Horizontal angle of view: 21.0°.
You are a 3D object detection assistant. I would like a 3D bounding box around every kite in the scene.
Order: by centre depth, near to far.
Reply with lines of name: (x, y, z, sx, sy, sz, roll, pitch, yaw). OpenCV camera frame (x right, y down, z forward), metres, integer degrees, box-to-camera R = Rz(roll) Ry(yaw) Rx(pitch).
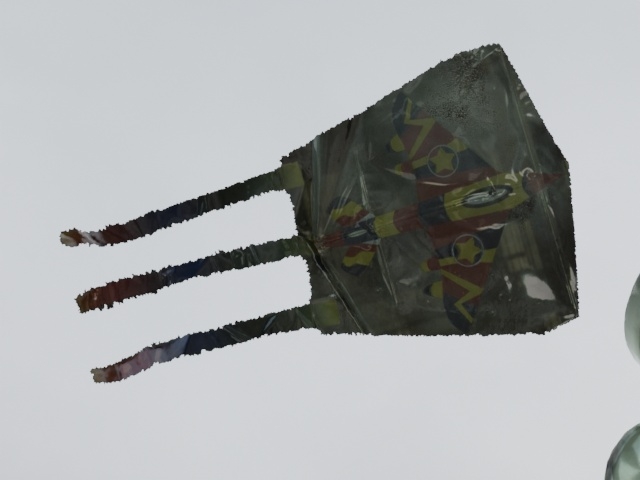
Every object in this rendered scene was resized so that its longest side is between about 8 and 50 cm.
kite: (0.000, 0.000, 0.821, 0.245, 0.015, 0.141, -15, -100, 2)

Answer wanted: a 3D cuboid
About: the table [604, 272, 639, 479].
table: (0.170, 0.079, 0.336, 0.166, 0.198, 0.166, -18, -45, -20)
